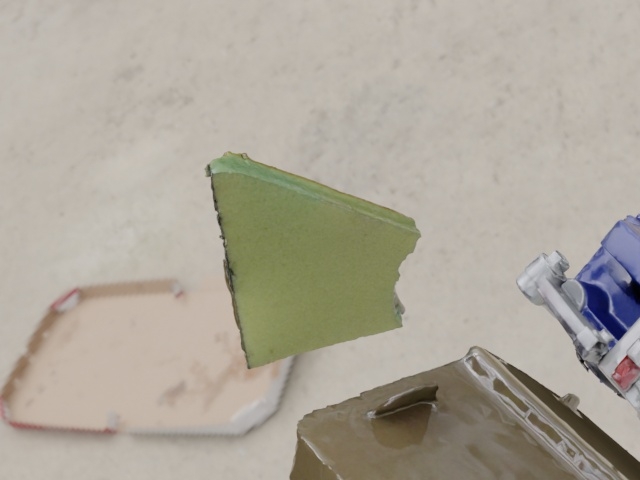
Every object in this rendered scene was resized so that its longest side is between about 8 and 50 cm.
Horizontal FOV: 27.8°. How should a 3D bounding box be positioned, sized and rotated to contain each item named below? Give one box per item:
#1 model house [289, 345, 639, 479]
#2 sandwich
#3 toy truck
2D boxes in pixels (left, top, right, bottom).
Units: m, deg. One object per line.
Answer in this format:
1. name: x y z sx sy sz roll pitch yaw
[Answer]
1. model house: 0.124 0.134 0.394 0.248 0.176 0.181 -13 41 -33
2. sandwich: 0.000 0.000 1.348 0.212 0.245 0.063 -14 34 -10
3. toy truck: 0.274 0.079 1.026 0.161 0.177 0.213 -53 50 19
